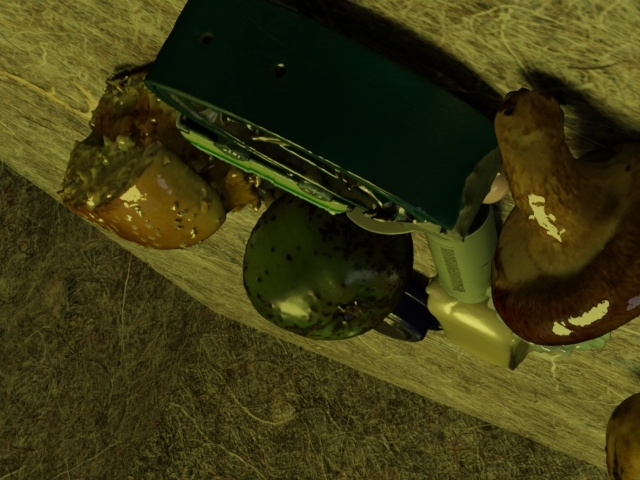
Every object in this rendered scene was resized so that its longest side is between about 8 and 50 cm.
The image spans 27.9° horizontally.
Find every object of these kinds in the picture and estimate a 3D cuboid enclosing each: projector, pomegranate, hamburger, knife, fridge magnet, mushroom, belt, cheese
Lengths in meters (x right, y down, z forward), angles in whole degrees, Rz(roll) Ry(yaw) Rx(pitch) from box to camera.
[{"bbox_3d":[0.212,0.001,1.922,0.108,0.108,0.337,24,168,17],"label":"projector"},{"bbox_3d":[0.642,0.392,2.364,0.260,0.260,0.260,26,168,6],"label":"pomegranate"},{"bbox_3d":[0.000,0.000,2.129,0.285,0.285,0.341,38,-163,-41],"label":"pomegranate"},{"bbox_3d":[-0.239,-0.111,2.094,0.287,0.268,0.445,28,168,-23],"label":"hamburger"},{"bbox_3d":[0.140,-0.052,1.750,0.043,0.081,0.336,16,160,-31],"label":"knife"},{"bbox_3d":[0.134,0.121,2.600,0.265,0.113,0.265,25,166,6],"label":"fridge magnet"},{"bbox_3d":[0.274,-0.008,1.417,0.254,0.267,0.267,26,168,8],"label":"mushroom"},{"bbox_3d":[0.011,-0.152,1.559,0.436,0.173,0.300,30,177,2],"label":"belt"},{"bbox_3d":[0.278,0.120,2.253,0.233,0.127,0.266,27,166,18],"label":"cheese"}]

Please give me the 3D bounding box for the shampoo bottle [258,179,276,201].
[{"bbox_3d":[-0.099,-0.098,2.295,0.207,0.063,0.057,31,157,-14],"label":"shampoo bottle"}]

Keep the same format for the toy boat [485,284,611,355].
[{"bbox_3d":[0.360,0.097,1.993,0.199,0.100,0.290,23,160,12],"label":"toy boat"}]

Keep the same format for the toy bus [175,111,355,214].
[{"bbox_3d":[-0.058,-0.144,1.828,0.276,0.134,0.165,26,171,0],"label":"toy bus"}]
